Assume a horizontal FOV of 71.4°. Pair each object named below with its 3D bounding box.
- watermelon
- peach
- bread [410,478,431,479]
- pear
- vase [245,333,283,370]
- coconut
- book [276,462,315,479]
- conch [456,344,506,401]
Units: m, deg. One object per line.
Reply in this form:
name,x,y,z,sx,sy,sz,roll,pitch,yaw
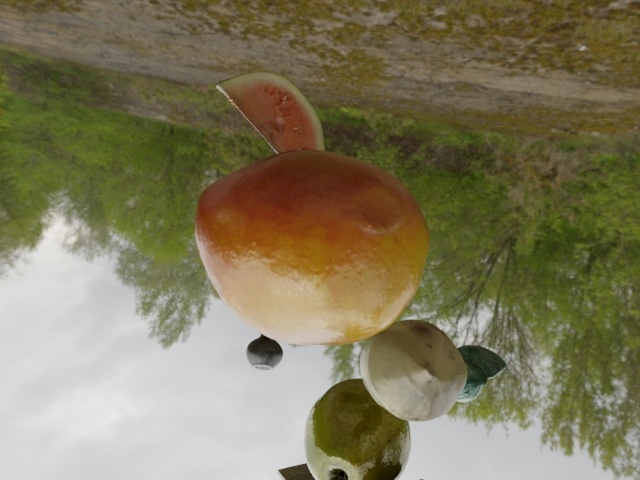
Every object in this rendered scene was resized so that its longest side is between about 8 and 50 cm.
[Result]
watermelon,-0.111,-0.279,1.074,0.303,0.159,0.128,47,154,-21
peach,-0.014,0.004,0.635,0.307,0.289,0.289,34,176,-30
bread,0.218,0.660,0.944,0.224,0.250,0.279,14,173,44
pear,0.090,0.487,1.103,0.293,0.295,0.294,6,-169,-1
vase,-0.177,0.322,1.445,0.120,0.183,0.120,2,150,1
coconut,0.186,0.258,0.901,0.224,0.225,0.224,6,-169,-1
book,0.049,0.920,1.554,0.268,0.032,0.388,13,-167,-43
conch,0.456,0.409,1.389,0.134,0.196,0.202,52,-144,6
